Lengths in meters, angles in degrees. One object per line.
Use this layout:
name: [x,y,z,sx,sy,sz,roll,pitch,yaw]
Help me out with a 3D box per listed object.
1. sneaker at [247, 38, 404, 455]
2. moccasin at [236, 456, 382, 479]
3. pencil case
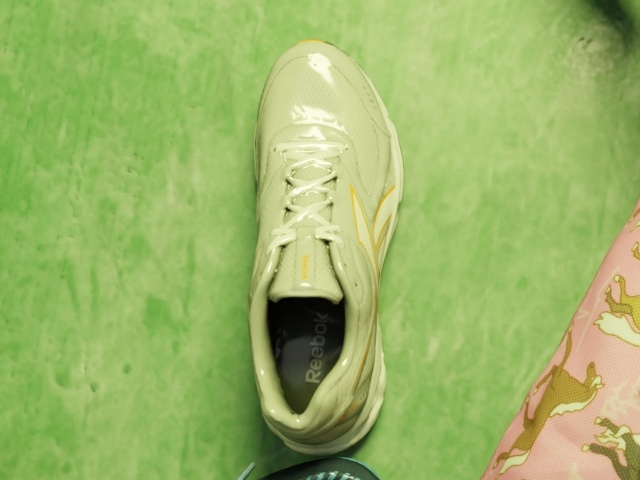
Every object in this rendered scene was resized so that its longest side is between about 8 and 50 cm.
sneaker: [0.000,0.000,1.120,0.099,0.121,0.262,-3,83,7]
moccasin: [-0.094,0.259,1.105,0.342,0.117,0.138,-39,80,3]
pencil case: [0.222,0.060,1.057,0.167,0.160,0.386,30,89,-22]
